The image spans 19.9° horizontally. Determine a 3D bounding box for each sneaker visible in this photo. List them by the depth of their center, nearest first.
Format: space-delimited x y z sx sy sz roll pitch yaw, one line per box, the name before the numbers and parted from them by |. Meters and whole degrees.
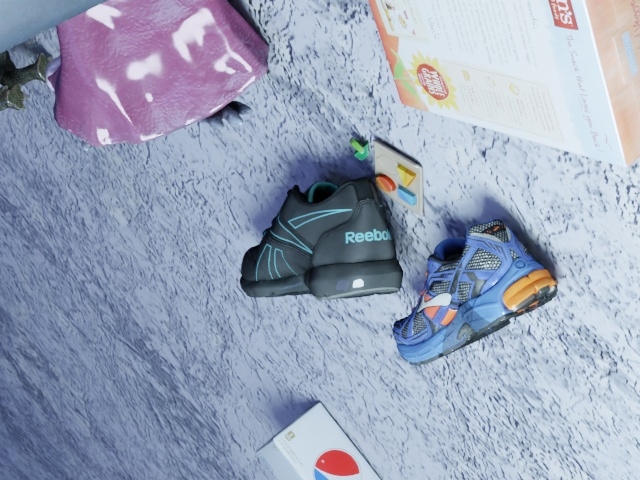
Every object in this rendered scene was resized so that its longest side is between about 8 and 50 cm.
sneaker | 0.121 0.041 1.533 0.087 0.083 0.221 65 149 8
sneaker | 0.000 0.000 1.674 0.267 0.101 0.106 -5 91 64

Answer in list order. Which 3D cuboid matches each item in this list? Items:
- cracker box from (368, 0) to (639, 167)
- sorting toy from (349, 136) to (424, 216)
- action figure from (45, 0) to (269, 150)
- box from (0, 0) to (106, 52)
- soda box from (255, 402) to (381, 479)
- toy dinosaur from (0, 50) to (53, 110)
cracker box | 0.133 -0.153 1.278 0.232 0.067 0.155 22 140 48
sorting toy | 0.056 -0.058 1.573 0.083 0.012 0.062 33 147 34
action figure | -0.183 -0.268 1.579 0.275 0.248 0.370 -119 6 -62
box | -0.316 -0.343 1.150 0.471 0.480 0.297 57 171 40
soda box | 0.030 0.284 1.950 0.216 0.074 0.069 52 153 3
toy dinosaur | -0.391 -0.161 1.964 0.160 0.313 0.121 -13 140 38
